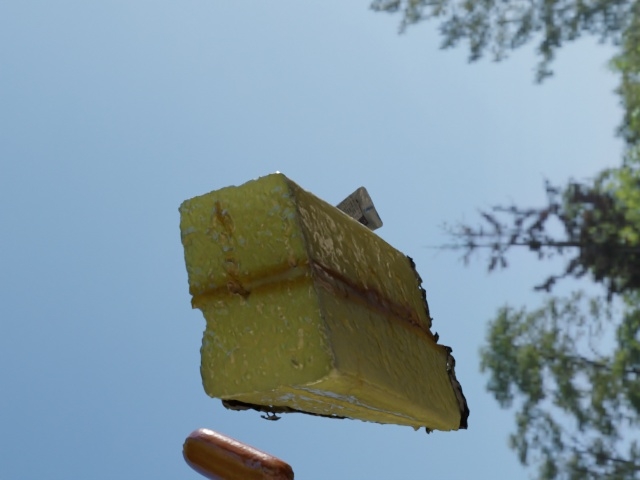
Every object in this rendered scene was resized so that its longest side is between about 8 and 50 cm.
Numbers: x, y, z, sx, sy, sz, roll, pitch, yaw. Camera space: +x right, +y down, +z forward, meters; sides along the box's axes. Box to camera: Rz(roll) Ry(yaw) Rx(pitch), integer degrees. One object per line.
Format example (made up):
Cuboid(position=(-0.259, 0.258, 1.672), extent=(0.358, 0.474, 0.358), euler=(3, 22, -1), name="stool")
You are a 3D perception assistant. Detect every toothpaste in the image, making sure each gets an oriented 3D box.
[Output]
Cuboid(position=(0.000, 0.000, 2.174), extent=(0.299, 0.073, 0.114), euler=(-34, -66, -14), name="toothpaste")

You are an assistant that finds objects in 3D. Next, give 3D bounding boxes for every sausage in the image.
Cuboid(position=(-0.123, 0.343, 1.479), extent=(0.076, 0.198, 0.076), euler=(-33, -50, -51), name="sausage")

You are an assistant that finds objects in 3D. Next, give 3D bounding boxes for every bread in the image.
Cuboid(position=(0.007, 0.121, 1.509), extent=(0.405, 0.242, 0.345), euler=(28, -131, -45), name="bread")
